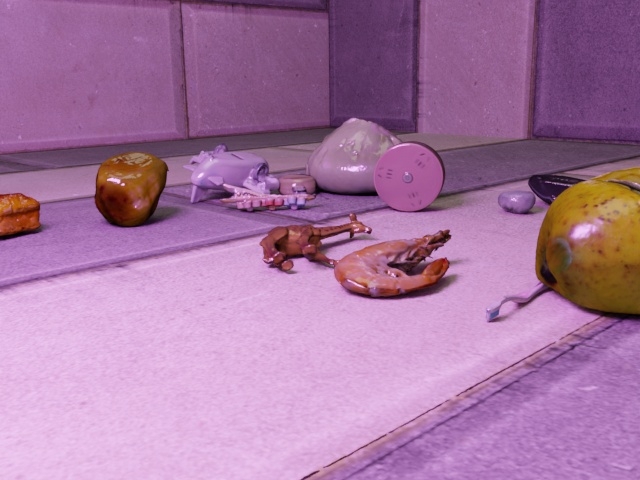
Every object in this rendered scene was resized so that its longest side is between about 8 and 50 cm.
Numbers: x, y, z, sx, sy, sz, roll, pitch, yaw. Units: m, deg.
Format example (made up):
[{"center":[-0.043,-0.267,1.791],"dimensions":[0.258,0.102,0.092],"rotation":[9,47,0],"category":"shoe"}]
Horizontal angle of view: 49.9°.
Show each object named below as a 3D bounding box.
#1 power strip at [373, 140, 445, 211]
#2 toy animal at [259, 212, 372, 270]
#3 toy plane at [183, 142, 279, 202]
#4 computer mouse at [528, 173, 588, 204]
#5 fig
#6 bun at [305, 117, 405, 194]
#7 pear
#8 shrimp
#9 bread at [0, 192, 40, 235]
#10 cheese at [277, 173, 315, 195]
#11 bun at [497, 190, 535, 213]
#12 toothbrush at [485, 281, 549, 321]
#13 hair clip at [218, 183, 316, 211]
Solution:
[{"center":[0.196,-0.138,1.498],"dimensions":[0.154,0.154,0.078],"rotation":[2,11,14],"category":"power strip"},{"center":[-0.009,-0.001,1.133],"dimensions":[0.149,0.054,0.275],"rotation":[5,13,15],"category":"toy animal"},{"center":[-0.223,-0.163,1.699],"dimensions":[0.252,0.118,0.252],"rotation":[13,23,-5],"category":"toy plane"},{"center":[0.545,-0.104,1.517],"dimensions":[0.192,0.062,0.106],"rotation":[19,22,41],"category":"computer mouse"},{"center":[-0.386,-0.110,1.401],"dimensions":[0.144,0.154,0.165],"rotation":[20,67,33],"category":"fig"},{"center":[0.112,-0.222,1.780],"dimensions":[0.293,0.187,0.293],"rotation":[2,14,0],"category":"bun"},{"center":[0.376,-0.011,0.894],"dimensions":[0.255,0.164,0.238],"rotation":[-6,17,-27],"category":"pear"},{"center":[0.124,0.031,0.978],"dimensions":[0.236,0.053,0.133],"rotation":[-17,18,-40],"category":"shrimp"},{"center":[-0.678,-0.055,1.353],"dimensions":[0.271,0.077,0.139],"rotation":[3,11,29],"category":"bread"},{"center":[-0.052,-0.132,1.701],"dimensions":[0.092,0.047,0.171],"rotation":[-10,15,-23],"category":"cheese"},{"center":[0.417,-0.082,1.459],"dimensions":[0.083,0.045,0.083],"rotation":[-2,10,0],"category":"bun"},{"center":[0.261,0.068,0.881],"dimensions":[0.017,0.022,0.204],"rotation":[22,24,35],"category":"toothbrush"},{"center":[-0.118,-0.087,1.522],"dimensions":[0.214,0.056,0.062],"rotation":[6,-4,-5],"category":"hair clip"}]
